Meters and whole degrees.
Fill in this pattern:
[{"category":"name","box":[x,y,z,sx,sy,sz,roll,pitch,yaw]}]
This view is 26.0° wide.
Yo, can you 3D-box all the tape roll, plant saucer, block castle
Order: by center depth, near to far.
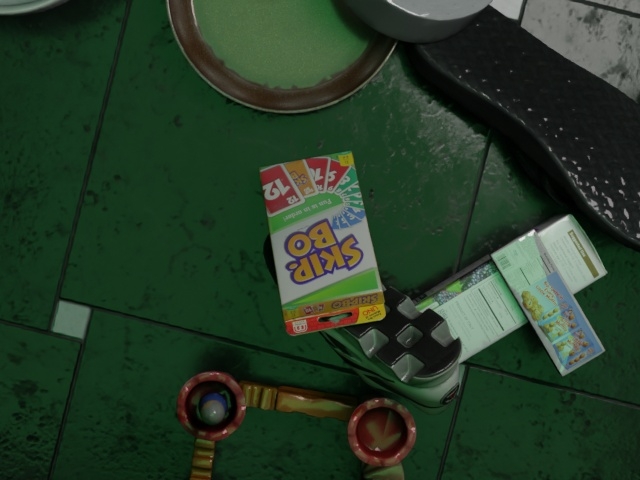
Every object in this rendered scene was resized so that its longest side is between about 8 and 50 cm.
[{"category":"tape roll","box":[0.121,-0.358,1.716,0.219,0.072,0.219,6,72,-18]},{"category":"block castle","box":[-0.054,0.398,1.732,0.303,0.213,0.453,9,92,-2]},{"category":"plant saucer","box":[-0.043,-0.318,1.782,0.310,0.050,0.311,0,93,-2]}]

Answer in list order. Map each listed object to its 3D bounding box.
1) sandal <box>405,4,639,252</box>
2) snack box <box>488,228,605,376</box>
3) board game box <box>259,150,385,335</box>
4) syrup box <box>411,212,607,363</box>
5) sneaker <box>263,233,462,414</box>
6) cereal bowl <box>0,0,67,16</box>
[{"category":"sandal","box":[0.298,-0.143,1.768,0.446,0.107,0.167,43,66,11]},{"category":"snack box","box":[0.281,0.077,1.724,0.064,0.022,0.178,-31,94,-1]},{"category":"board game box","box":[0.000,0.000,1.723,0.124,0.039,0.259,-11,53,-1]},{"category":"syrup box","box":[0.238,0.062,1.781,0.237,0.093,0.096,-32,92,1]},{"category":"sneaker","box":[0.046,0.103,1.743,0.122,0.146,0.330,-34,55,-17]},{"category":"cereal bowl","box":[-0.388,-0.442,1.723,0.339,0.141,0.339,0,92,-1]}]
